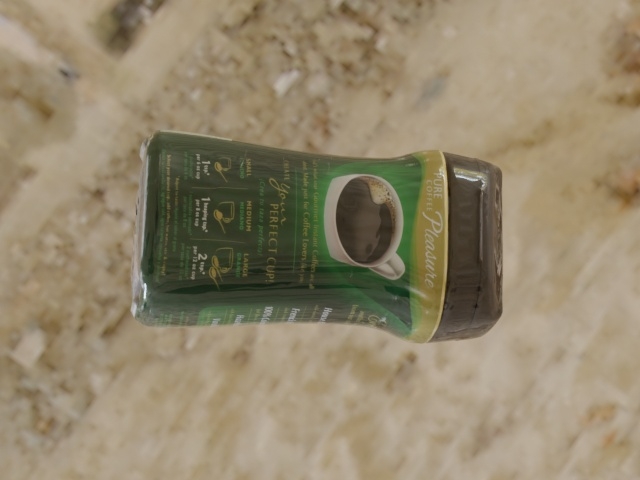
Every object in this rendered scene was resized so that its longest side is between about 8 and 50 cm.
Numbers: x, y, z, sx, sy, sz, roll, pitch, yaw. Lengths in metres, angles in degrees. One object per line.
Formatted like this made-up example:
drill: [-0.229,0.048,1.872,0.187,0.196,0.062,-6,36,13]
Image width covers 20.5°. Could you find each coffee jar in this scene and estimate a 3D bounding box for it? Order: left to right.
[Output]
coffee jar: [0.000,0.000,0.881,0.079,0.184,0.096,116,157,-71]
